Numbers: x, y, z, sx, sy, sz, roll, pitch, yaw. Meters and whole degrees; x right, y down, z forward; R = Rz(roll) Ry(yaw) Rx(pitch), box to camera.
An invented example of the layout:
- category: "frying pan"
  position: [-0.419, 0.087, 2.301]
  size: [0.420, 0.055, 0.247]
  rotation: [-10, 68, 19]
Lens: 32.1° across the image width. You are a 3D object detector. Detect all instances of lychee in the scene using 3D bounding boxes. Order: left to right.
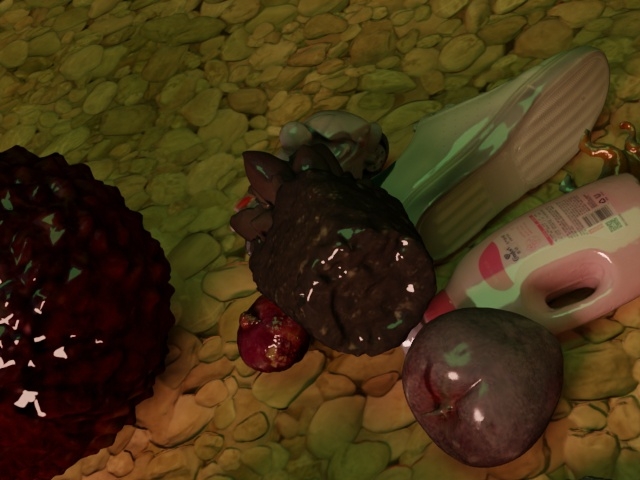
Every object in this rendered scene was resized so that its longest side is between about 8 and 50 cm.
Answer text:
- category: "lychee"
  position: [-0.387, 0.101, 1.320]
  size: [0.424, 0.425, 0.500]
  rotation: [-15, 23, 13]

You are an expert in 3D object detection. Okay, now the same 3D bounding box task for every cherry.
- category: "cherry"
  position: [0.171, 0.148, 1.185]
  size: [0.176, 0.140, 0.176]
  rotation: [10, 56, -16]

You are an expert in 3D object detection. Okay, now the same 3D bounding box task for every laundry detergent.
- category: "laundry detergent"
  position: [0.241, 0.048, 1.293]
  size: [0.335, 0.088, 0.159]
  rotation: [-27, 53, 1]

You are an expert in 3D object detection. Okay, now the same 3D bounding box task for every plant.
- category: "plant"
  position: [0.000, 0.000, 1.298]
  size: [0.182, 0.194, 0.321]
  rotation: [-63, 26, 9]

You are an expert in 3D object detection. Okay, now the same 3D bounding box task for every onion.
- category: "onion"
  position: [-0.060, 0.112, 1.373]
  size: [0.107, 0.097, 0.107]
  rotation: [-29, 41, 29]

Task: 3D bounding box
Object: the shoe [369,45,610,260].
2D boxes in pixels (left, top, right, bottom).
- category: "shoe"
  position: [0.211, -0.134, 1.458]
  size: [0.363, 0.132, 0.160]
  rotation: [-42, 42, -9]

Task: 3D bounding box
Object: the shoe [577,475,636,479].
- category: "shoe"
  position: [0.288, 0.257, 1.084]
  size: [0.194, 0.074, 0.077]
  rotation: [-19, 38, 11]

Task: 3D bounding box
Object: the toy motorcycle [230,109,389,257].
- category: "toy motorcycle"
  position: [-0.015, -0.091, 1.491]
  size: [0.260, 0.171, 0.110]
  rotation: [-40, 43, -18]

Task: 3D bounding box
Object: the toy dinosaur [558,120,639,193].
- category: "toy dinosaur"
  position: [0.371, -0.066, 1.379]
  size: [0.142, 0.057, 0.212]
  rotation: [28, 75, 20]
